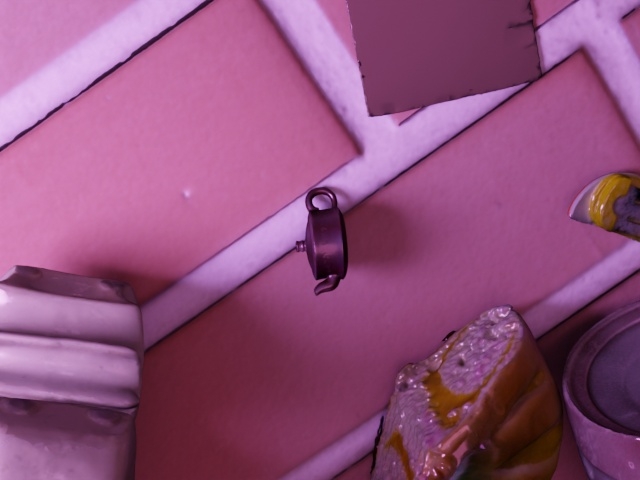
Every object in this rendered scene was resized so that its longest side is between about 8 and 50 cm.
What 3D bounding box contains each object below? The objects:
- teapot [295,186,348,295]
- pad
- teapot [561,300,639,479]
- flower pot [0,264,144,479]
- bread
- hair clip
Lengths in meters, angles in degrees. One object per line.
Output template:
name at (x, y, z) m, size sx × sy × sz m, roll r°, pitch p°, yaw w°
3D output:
teapot at (0.000, 0.000, 0.977) m, size 0.045 × 0.068 × 0.100 m, roll -5°, pitch 72°, yaw -5°
pad at (0.098, -0.239, 0.951) m, size 0.164 × 0.004 × 0.243 m, roll -13°, pitch 108°, yaw -4°
teapot at (0.400, 0.234, 0.992) m, size 0.233 × 0.315 × 0.312 m, roll -38°, pitch 120°, yaw -30°
flower pot at (-0.215, 0.185, 0.840) m, size 0.165 × 0.367 × 0.254 m, roll 10°, pitch 106°, yaw -15°
bread at (0.146, 0.194, 1.012) m, size 0.156 × 0.158 × 0.260 m, roll 8°, pitch 108°, yaw -14°
hair clip at (0.324, -0.020, 1.035) m, size 0.188 × 0.033 × 0.060 m, roll 18°, pitch 101°, yaw -11°
